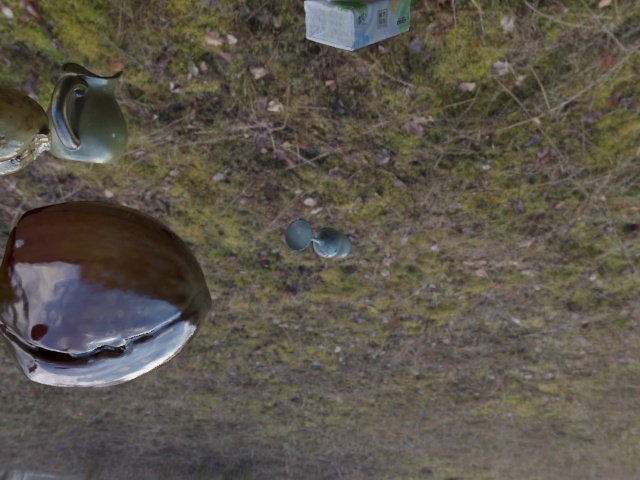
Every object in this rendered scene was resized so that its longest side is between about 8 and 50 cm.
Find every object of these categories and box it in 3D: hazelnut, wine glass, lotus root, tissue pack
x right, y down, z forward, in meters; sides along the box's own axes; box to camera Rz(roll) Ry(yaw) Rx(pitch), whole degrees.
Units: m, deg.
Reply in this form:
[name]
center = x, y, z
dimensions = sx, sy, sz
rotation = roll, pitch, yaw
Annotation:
[hazelnut]
center = -0.232, 0.064, 0.514
dimensions = 0.180, 0.181, 0.212
rotation = 29, 126, 22
[wine glass]
center = 0.000, 0.000, 1.171
dimensions = 0.079, 0.079, 0.195
rotation = -19, 161, 29
[lotus root]
center = -0.553, -0.179, 0.692
dimensions = 0.284, 0.146, 0.160
rotation = 16, 139, -19
[tissue pack]
center = 0.094, -0.569, 1.154
dimensions = 0.159, 0.229, 0.145
rotation = 30, 137, 33

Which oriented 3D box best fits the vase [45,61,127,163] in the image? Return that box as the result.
[vase]
center = -0.720, -0.390, 1.440
dimensions = 0.240, 0.303, 0.329
rotation = 8, -171, -6
